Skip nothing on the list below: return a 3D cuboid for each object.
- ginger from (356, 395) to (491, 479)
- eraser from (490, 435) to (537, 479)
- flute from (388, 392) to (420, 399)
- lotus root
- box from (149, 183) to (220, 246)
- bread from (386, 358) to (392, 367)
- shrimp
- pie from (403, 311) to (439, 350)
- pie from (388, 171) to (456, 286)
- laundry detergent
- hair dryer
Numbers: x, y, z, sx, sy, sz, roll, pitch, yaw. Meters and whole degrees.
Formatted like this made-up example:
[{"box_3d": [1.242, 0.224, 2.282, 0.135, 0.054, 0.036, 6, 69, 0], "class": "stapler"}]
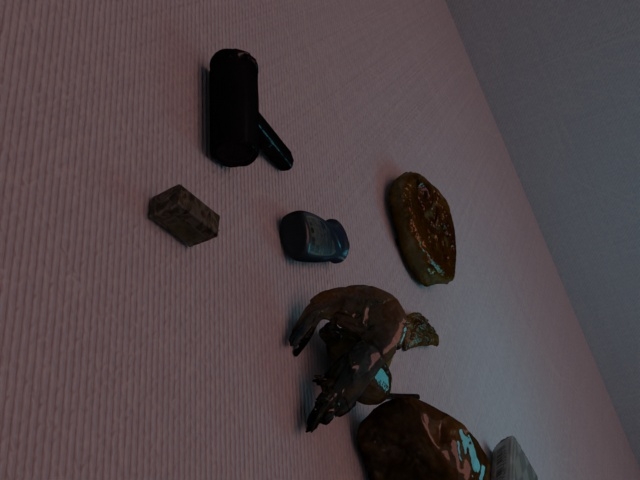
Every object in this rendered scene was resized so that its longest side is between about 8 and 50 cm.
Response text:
[{"box_3d": [0.209, 0.426, 1.453, 0.223, 0.200, 0.270, 13, 62, -57], "class": "ginger"}, {"box_3d": [0.476, 0.707, 1.895, 0.213, 0.082, 0.397, 57, 30, -24], "class": "eraser"}, {"box_3d": [0.152, 0.327, 1.617, 0.269, 0.014, 0.014, 20, 56, -57], "class": "flute"}, {"box_3d": [0.063, 0.224, 1.427, 0.192, 0.088, 0.113, 54, 14, -23], "class": "lotus root"}, {"box_3d": [-0.201, -0.035, 1.144, 0.098, 0.062, 0.045, 43, 37, -45], "class": "box"}, {"box_3d": [0.107, 0.229, 1.595, 0.084, 0.080, 0.109, 14, 96, -59], "class": "bread"}, {"box_3d": [0.026, 0.187, 1.335, 0.178, 0.289, 0.075, 38, -15, 8], "class": "shrimp"}, {"box_3d": [0.233, 0.216, 1.820, 0.169, 0.034, 0.092, 10, 66, -53], "class": "pie"}, {"box_3d": [0.271, -0.038, 1.995, 0.315, 0.092, 0.315, 37, 43, -46], "class": "pie"}, {"box_3d": [0.001, 0.000, 1.498, 0.206, 0.061, 0.097, 13, 60, -59], "class": "laundry detergent"}, {"box_3d": [-0.114, -0.199, 1.402, 0.251, 0.089, 0.197, 41, 38, -54], "class": "hair dryer"}]
